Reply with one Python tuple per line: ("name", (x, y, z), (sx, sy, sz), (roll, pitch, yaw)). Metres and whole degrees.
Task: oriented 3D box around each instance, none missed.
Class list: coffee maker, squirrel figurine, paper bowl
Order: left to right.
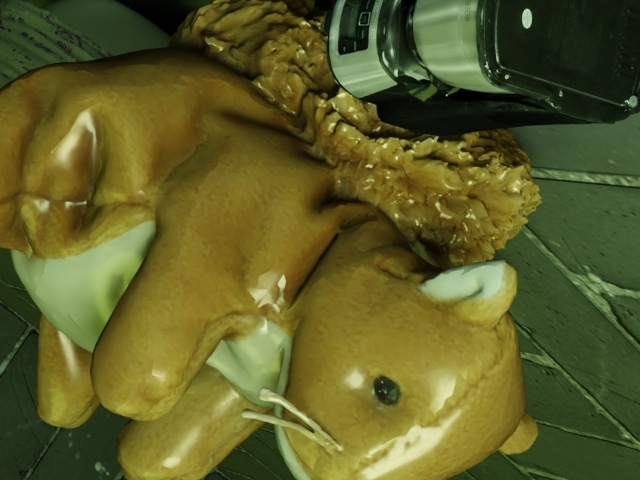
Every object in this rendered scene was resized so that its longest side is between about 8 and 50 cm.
("paper bowl", (-0.183, -0.106, 1.554), (0.284, 0.148, 0.284), (37, 168, 9))
("squirrel figurine", (0.000, 0.000, 1.196), (0.370, 0.397, 0.281), (21, 143, 31))
("coffee maker", (0.113, -0.112, 1.074), (0.171, 0.120, 0.178), (39, 163, -24))

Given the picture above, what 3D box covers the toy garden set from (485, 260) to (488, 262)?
("toy garden set", (0.051, -0.036, 1.545), (0.203, 0.049, 0.244), (24, 161, 31))
